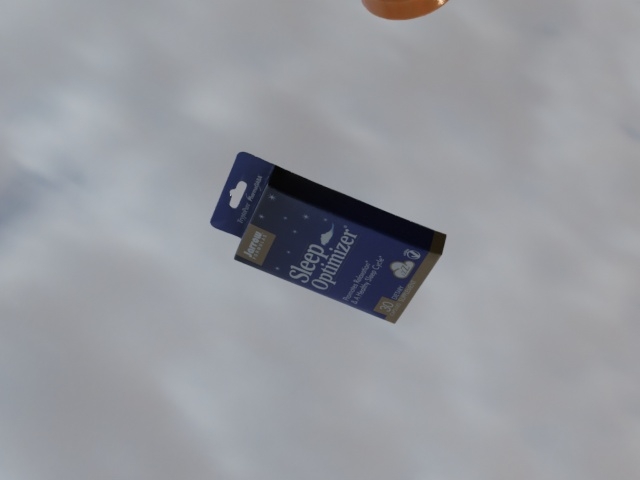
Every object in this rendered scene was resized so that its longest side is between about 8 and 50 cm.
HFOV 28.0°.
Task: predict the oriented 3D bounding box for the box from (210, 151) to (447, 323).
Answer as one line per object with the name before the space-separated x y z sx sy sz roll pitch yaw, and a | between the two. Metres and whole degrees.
box | 0.000 0.000 1.314 0.225 0.136 0.036 23 -129 -4

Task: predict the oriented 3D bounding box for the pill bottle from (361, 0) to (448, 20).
pill bottle | 0.048 -0.291 1.008 0.245 0.131 0.130 69 -166 -47
